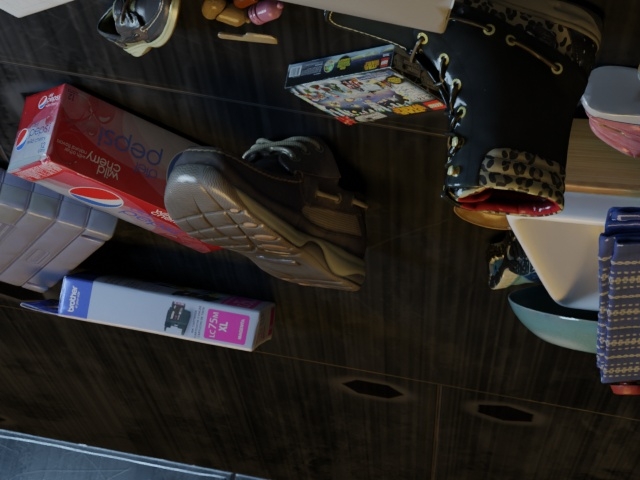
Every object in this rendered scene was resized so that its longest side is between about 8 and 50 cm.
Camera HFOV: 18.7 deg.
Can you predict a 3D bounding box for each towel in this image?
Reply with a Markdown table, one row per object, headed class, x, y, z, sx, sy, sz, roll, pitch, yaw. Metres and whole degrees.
| class | x | y | z | sx | sy | sz | roll | pitch | yaw |
| --- | --- | --- | --- | --- | --- | --- | --- | --- | --- |
| towel | 0.376 | 0.048 | 1.799 | 0.243 | 0.040 | 0.336 | -4 | 154 | 5 |

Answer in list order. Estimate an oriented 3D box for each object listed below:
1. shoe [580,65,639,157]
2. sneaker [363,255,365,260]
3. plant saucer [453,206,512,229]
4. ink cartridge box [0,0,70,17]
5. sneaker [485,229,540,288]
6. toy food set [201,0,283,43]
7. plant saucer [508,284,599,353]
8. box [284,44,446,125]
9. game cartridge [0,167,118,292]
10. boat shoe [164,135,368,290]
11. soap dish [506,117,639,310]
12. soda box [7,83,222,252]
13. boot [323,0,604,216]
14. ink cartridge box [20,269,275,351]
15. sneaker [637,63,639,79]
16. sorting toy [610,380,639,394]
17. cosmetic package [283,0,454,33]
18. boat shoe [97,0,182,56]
| class | x | y | z | sx | sy | sz | roll | pitch | yaw |
| --- | --- | --- | --- | --- | --- | --- | --- | --- | --- |
| shoe | 0.319 | -0.107 | 1.714 | 0.178 | 0.063 | 0.081 | 12 | 164 | 16 |
| sneaker | 0.000 | 0.000 | 2.277 | 0.058 | 0.052 | 0.135 | 8 | 157 | 45 |
| plant saucer | 0.186 | -0.033 | 2.093 | 0.083 | 0.015 | 0.083 | 12 | 162 | 4 |
| ink cartridge box | -0.225 | -0.251 | 1.608 | 0.209 | 0.062 | 0.109 | -8 | 154 | 45 |
| sneaker | 0.241 | 0.012 | 2.159 | 0.073 | 0.063 | 0.162 | -3 | 170 | -17 |
| toy food set | -0.071 | -0.215 | 1.697 | 0.078 | 0.019 | 0.122 | 7 | 154 | 13 |
| plant saucer | 0.360 | 0.087 | 2.087 | 0.317 | 0.044 | 0.317 | 1 | -174 | 0 |
| box | 0.047 | -0.144 | 1.820 | 0.137 | 0.027 | 0.094 | -7 | 156 | 44 |
| game cartridge | -0.407 | -0.021 | 2.444 | 0.230 | 0.068 | 0.355 | 21 | 160 | -16 |
| boat shoe | -0.051 | -0.048 | 2.021 | 0.132 | 0.130 | 0.355 | 7 | 168 | 24 |
| soap dish | 0.310 | -0.021 | 1.886 | 0.229 | 0.118 | 0.291 | 5 | 162 | 21 |
| soda box | -0.197 | -0.074 | 2.083 | 0.263 | 0.092 | 0.083 | 24 | 159 | -34 |
| boot | 0.106 | -0.123 | 1.596 | 0.236 | 0.178 | 0.085 | 10 | 162 | 1 |
| ink cartridge box | -0.223 | 0.086 | 2.563 | 0.311 | 0.065 | 0.186 | 8 | -178 | 5 |
| sneaker | 0.304 | -0.147 | 1.641 | 0.037 | 0.032 | 0.083 | 22 | 160 | -28 |
| sorting toy | 0.436 | 0.183 | 2.575 | 0.102 | 0.042 | 0.061 | 0 | 178 | -2 |
| cosmetic package | -0.006 | -0.240 | 1.444 | 0.238 | 0.107 | 0.127 | 9 | 162 | -2 |
| boat shoe | -0.162 | -0.200 | 1.735 | 0.049 | 0.056 | 0.152 | 12 | 163 | -19 |
